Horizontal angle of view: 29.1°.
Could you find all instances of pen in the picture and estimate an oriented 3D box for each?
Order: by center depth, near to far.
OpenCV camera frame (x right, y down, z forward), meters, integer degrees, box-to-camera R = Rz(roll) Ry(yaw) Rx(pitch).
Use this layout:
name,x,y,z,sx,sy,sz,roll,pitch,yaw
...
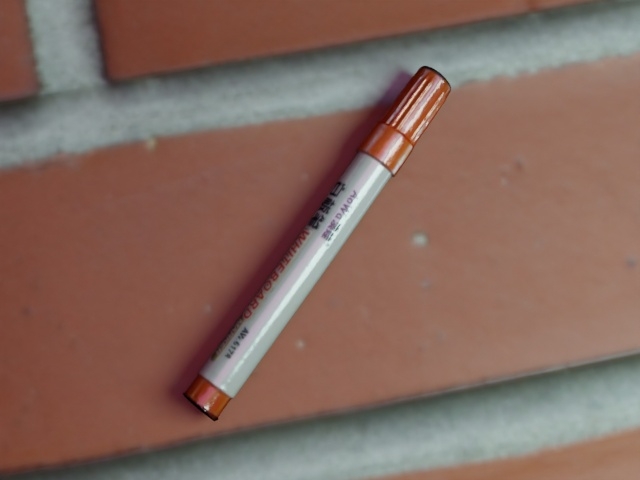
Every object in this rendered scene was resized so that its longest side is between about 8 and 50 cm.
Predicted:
name,x,y,z,sx,sy,sz,roll,pitch,yaw
pen,0.000,0.000,0.712,0.028,0.028,0.239,35,83,2
